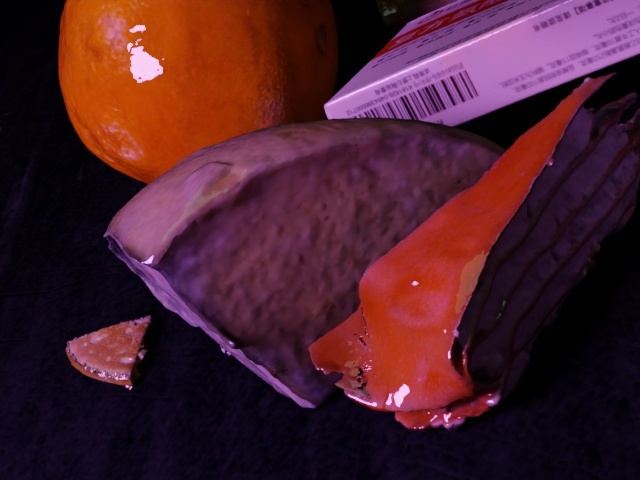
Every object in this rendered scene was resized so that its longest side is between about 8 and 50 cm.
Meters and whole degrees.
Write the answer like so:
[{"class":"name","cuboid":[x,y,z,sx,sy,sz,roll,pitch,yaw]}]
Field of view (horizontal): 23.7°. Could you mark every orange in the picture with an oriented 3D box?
[{"class":"orange","cuboid":[-0.103,-0.169,1.352,0.261,0.261,0.261,-28,28,17]}]

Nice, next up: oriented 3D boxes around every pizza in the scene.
[{"class":"pizza","cuboid":[-0.165,0.094,1.274,0.083,0.025,0.078,23,47,40]}]

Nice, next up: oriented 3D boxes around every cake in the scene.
[{"class":"cake","cuboid":[0.129,0.010,0.979,0.287,0.098,0.135,-45,26,-6]}]

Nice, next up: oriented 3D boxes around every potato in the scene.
[{"class":"potato","cuboid":[-0.013,-0.034,1.106,0.264,0.189,0.211,-40,27,-7]}]

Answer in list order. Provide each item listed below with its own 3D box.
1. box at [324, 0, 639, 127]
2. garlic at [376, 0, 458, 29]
[{"class":"box","cuboid":[0.193,-0.176,1.170,0.353,0.069,0.214,-19,16,29]},{"class":"garlic","cuboid":[0.178,-0.294,1.406,0.318,0.112,0.143,-31,31,36]}]
